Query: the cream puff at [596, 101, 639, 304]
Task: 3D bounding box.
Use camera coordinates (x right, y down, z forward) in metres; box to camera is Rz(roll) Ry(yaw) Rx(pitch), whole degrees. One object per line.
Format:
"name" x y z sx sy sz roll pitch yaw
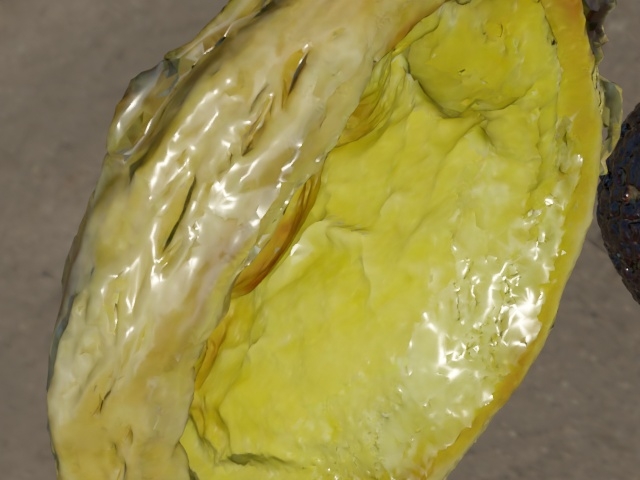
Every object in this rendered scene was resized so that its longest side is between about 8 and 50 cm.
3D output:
"cream puff" 0.335 -0.029 1.451 0.239 0.239 0.165 -53 24 5

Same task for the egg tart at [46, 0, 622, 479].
"egg tart" 0.000 0.000 0.663 0.095 0.279 0.279 30 90 33
